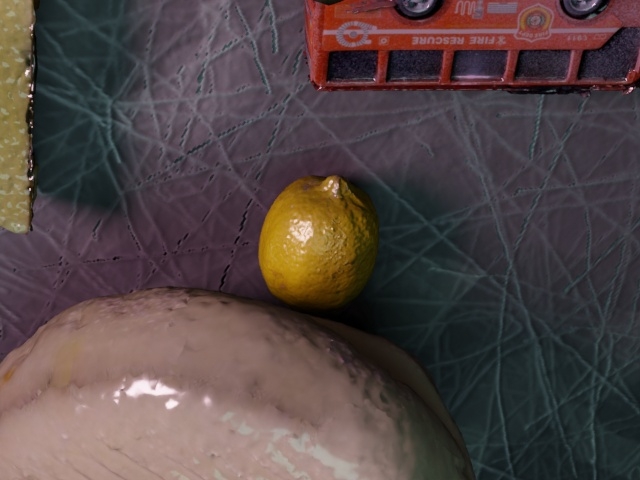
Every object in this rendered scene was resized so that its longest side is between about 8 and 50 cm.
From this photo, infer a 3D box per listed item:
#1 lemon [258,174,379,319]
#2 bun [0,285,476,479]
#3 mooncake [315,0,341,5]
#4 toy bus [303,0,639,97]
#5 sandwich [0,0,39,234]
[{"bbox_3d":[0.000,0.000,0.932,0.082,0.082,0.110,4,122,-11],"label":"lemon"},{"bbox_3d":[-0.056,0.168,0.944,0.365,0.219,0.365,8,125,11],"label":"bun"},{"bbox_3d":[0.011,-0.285,0.601,0.187,0.351,0.351,-23,123,10],"label":"mooncake"},{"bbox_3d":[0.106,-0.141,0.871,0.235,0.073,0.096,0,131,-8],"label":"toy bus"},{"bbox_3d":[-0.275,-0.128,0.826,0.212,0.063,0.245,4,121,-7],"label":"sandwich"}]
